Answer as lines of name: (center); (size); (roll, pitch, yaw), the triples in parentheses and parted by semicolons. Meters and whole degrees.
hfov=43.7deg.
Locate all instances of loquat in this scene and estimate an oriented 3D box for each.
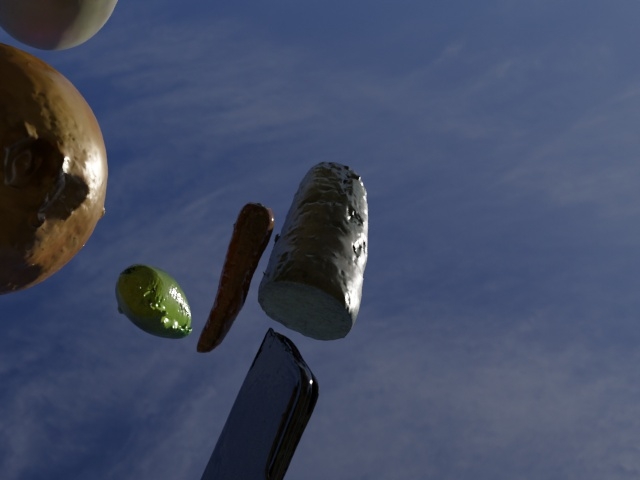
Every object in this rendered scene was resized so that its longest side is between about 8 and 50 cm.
loquat: (-0.427, -0.087, 0.982); (0.328, 0.328, 0.328); (-4, -132, 4)

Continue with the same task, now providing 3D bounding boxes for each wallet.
wallet: (-0.085, 0.257, 0.812); (0.045, 0.318, 0.172); (22, -176, -21)

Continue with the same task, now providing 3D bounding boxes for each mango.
mango: (-0.296, 0.115, 1.417); (0.100, 0.178, 0.119); (-19, -135, 21)

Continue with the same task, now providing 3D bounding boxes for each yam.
yam: (0.000, 0.000, 1.080); (0.133, 0.133, 0.330); (1, -142, 8)

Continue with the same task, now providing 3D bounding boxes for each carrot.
carrot: (-0.101, 0.046, 0.944); (0.047, 0.047, 0.191); (20, -88, 24)

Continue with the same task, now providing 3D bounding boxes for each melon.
melon: (-0.425, -0.437, 1.264); (0.223, 0.317, 0.223); (12, -121, -20)
